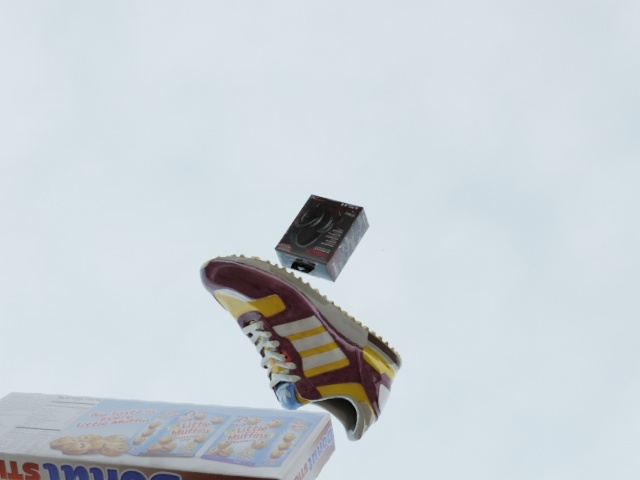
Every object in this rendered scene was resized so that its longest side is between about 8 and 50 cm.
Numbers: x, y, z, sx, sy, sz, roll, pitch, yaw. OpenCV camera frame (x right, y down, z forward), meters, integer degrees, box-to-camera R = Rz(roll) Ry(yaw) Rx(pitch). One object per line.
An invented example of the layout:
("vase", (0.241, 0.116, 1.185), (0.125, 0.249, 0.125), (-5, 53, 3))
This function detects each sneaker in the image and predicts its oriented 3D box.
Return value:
("sneaker", (-0.023, 0.084, 0.768), (0.186, 0.069, 0.083), (33, -116, -13))

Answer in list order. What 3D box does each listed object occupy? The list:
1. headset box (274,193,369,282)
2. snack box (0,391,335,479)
("headset box", (0.000, 0.000, 0.957), (0.062, 0.032, 0.083), (16, -124, 30))
("snack box", (-0.087, 0.096, 0.458), (0.178, 0.064, 0.022), (0, -75, 20))
